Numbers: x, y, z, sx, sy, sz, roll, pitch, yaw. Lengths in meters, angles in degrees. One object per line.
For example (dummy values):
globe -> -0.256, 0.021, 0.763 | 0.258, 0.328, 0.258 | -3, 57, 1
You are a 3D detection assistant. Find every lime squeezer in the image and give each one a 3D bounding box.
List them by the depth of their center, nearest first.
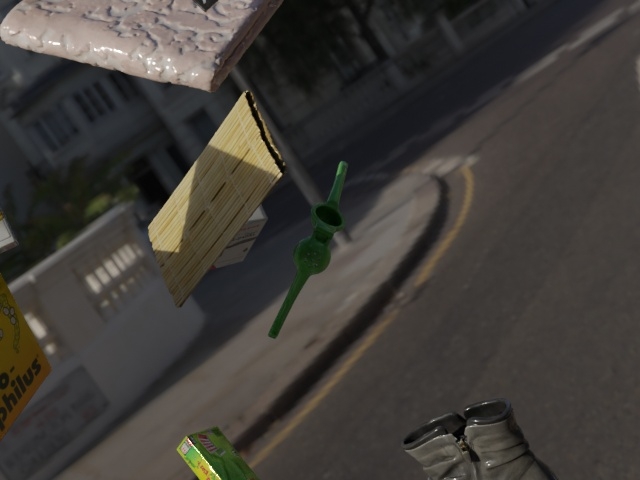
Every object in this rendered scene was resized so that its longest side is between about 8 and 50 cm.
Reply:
lime squeezer -> 0.000, 0.000, 1.816 | 0.110, 0.058, 0.310 | 87, -157, -69

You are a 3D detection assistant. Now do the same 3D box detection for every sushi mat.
sushi mat -> -0.151, -0.052, 1.665 | 0.019, 0.151, 0.316 | 1, -36, -39

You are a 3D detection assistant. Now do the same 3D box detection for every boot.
boot -> 0.181, 0.367, 1.743 | 0.338, 0.223, 0.118 | -33, 12, 20

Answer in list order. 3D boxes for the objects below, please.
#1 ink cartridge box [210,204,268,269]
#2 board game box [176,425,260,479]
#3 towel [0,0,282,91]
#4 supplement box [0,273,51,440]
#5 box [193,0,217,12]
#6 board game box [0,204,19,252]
ink cartridge box -> -0.163, -0.014, 1.950 | 0.109, 0.063, 0.150 | -15, -22, -28
board game box -> -0.185, 0.446, 2.306 | 0.092, 0.181, 0.043 | -10, -38, -54
towel -> -0.228, -0.343, 1.678 | 0.331, 0.053, 0.317 | 15, 49, 19
supplement box -> -0.584, 0.160, 1.613 | 0.356, 0.195, 0.194 | 2, 41, 26
box -> -0.022, -0.434, 1.358 | 0.293, 0.073, 0.296 | -26, 31, 43
board game box -> -0.760, -0.015, 2.292 | 0.305, 0.193, 0.053 | -26, -7, -10
